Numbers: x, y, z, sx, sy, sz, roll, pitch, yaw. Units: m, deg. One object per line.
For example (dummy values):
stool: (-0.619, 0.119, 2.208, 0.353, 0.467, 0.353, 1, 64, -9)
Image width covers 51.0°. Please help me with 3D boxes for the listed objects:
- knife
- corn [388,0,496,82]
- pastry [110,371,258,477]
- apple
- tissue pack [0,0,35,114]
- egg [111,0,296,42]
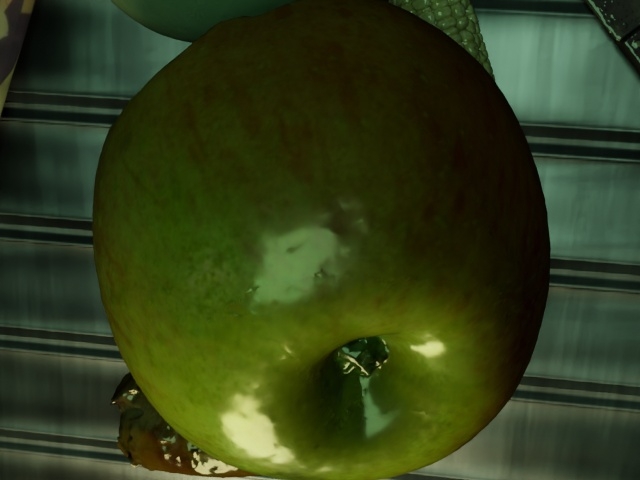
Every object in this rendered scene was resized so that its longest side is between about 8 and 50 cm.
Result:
knife: (0.283, -0.227, 0.615, 0.072, 0.019, 0.245, -37, 96, 12)
corn: (0.106, -0.179, 0.616, 0.087, 0.087, 0.211, -18, 98, 10)
pastry: (-0.097, 0.177, 0.662, 0.218, 0.229, 0.100, -10, 73, 47)
apple: (0.000, 0.000, 0.493, 0.340, 0.339, 0.339, 1, 104, 6)
tissue pack: (-0.373, -0.163, 0.585, 0.125, 0.242, 0.343, 25, 105, 0)
egg: (-0.041, -0.331, 0.489, 0.276, 0.276, 0.389, 32, 108, -3)
